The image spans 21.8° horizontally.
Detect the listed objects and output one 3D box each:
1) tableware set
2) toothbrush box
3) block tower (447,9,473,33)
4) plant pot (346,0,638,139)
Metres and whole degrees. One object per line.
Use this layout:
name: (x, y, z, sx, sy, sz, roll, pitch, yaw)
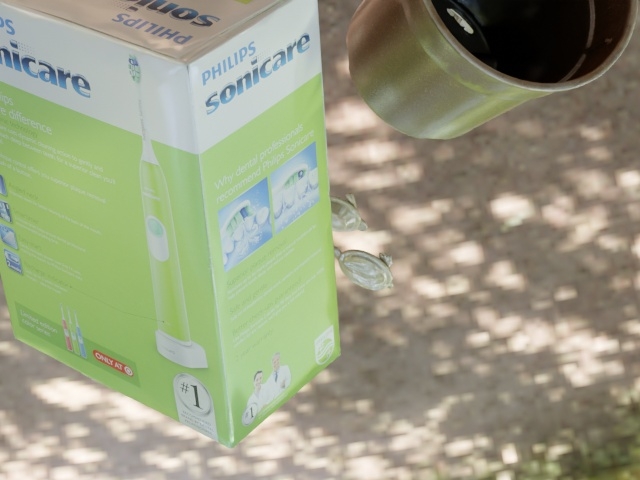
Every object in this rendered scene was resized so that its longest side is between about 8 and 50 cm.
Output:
tableware set: (0.000, 0.000, 1.827, 0.169, 0.020, 0.141, 4, 139, 33)
toothbrush box: (-0.108, -0.040, 1.055, 0.206, 0.122, 0.283, 21, 134, 33)
block tower: (0.178, -0.350, 1.839, 0.091, 0.097, 0.335, 28, 96, -45)
plant pot: (0.105, -0.155, 1.152, 0.167, 0.167, 0.165, 0, 165, -23)
